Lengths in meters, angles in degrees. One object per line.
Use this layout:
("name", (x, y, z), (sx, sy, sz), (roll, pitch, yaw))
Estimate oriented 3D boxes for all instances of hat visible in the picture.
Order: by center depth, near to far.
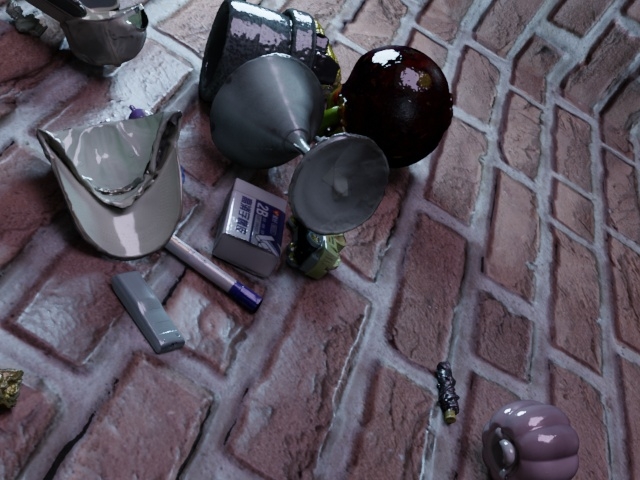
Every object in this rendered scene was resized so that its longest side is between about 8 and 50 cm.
("hat", (-0.367, -0.102, 1.761), (0.257, 0.168, 0.302), (-11, 74, -19))
("hat", (-0.510, -0.474, 2.092), (0.275, 0.161, 0.232), (24, 17, 2))

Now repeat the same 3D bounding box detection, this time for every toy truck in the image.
("toy truck", (0.000, 0.000, 1.992), (0.116, 0.085, 0.191), (32, 31, -23))

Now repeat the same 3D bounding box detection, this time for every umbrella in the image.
("umbrella", (0.246, 0.293, 1.870), (0.037, 0.040, 0.144), (31, 32, -23))

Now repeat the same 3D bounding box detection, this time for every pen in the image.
("pen", (-0.221, 0.043, 1.781), (0.269, 0.033, 0.033), (36, 32, 3))

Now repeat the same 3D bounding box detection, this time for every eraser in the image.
("eraser", (-0.136, -0.029, 1.920), (0.124, 0.068, 0.210), (24, 32, -13))

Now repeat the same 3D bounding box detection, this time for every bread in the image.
("bread", (-0.463, 0.201, 1.322), (0.110, 0.060, 0.066), (9, 25, -36))

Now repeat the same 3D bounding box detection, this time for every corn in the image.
("corn", (-0.015, -0.500, 2.626), (0.115, 0.115, 0.318), (14, 37, -29))

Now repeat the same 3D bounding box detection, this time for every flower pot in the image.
("flower pot", (-0.122, -0.416, 2.272), (0.282, 0.299, 0.299), (12, 37, -18))

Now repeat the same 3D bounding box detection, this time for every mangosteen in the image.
("mangosteen", (0.148, -0.334, 2.389), (0.359, 0.306, 0.306), (6, 37, -6))

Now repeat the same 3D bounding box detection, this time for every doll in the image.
("doll", (-0.330, -0.195, 1.958), (0.206, 0.067, 0.110), (55, 6, 11))

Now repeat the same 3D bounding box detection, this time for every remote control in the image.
("remote control", (-0.288, 0.117, 1.622), (0.061, 0.029, 0.162), (-13, 55, -48))

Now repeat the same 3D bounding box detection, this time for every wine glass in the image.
("wine glass", (-0.038, -0.185, 1.940), (0.267, 0.267, 0.406), (12, 22, -31))

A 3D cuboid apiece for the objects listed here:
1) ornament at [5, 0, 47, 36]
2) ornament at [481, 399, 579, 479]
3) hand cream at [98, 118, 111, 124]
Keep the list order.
("ornament", (-0.636, -0.475, 2.085), (0.092, 0.041, 0.068), (21, 39, -37))
("ornament", (0.373, 0.378, 1.750), (0.177, 0.177, 0.177), (24, 33, -17))
("hand cream", (-0.389, -0.178, 1.917), (0.142, 0.053, 0.084), (53, 34, 1))
